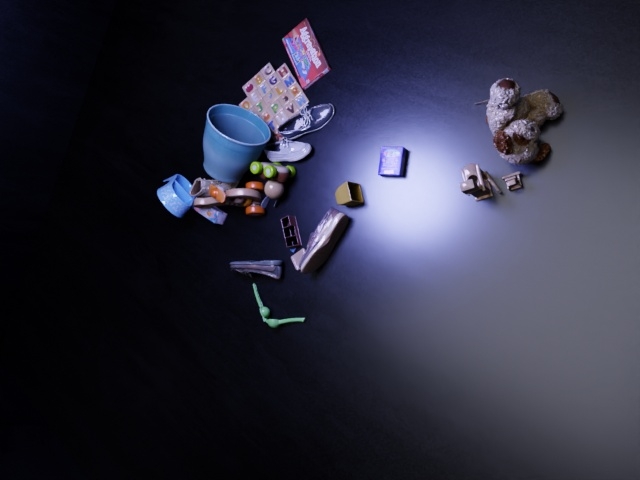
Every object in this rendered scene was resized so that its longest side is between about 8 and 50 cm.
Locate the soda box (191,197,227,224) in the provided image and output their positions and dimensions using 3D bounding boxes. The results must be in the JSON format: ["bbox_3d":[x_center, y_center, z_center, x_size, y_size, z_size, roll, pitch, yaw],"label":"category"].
[{"bbox_3d":[-0.529,-0.141,2.166,0.183,0.063,0.058,30,100,31],"label":"soda box"}]

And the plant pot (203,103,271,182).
[{"bbox_3d":[-0.383,-0.396,1.954,0.272,0.271,0.255,53,133,25],"label":"plant pot"}]

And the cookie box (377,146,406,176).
[{"bbox_3d":[0.266,-0.293,1.696,0.091,0.040,0.107,8,88,32],"label":"cookie box"}]

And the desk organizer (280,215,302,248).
[{"bbox_3d":[-0.123,-0.035,1.906,0.047,0.050,0.130,-22,74,29],"label":"desk organizer"}]

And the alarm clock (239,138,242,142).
[{"bbox_3d":[-0.379,-0.494,2.110,0.192,0.064,0.129,-47,65,19],"label":"alarm clock"}]

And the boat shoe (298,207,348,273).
[{"bbox_3d":[0.000,0.000,1.801,0.092,0.102,0.285,40,102,34],"label":"boat shoe"}]

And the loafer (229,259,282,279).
[{"bbox_3d":[-0.283,0.128,1.968,0.267,0.096,0.084,-3,89,30],"label":"loafer"}]

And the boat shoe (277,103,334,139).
[{"bbox_3d":[-0.064,-0.502,1.895,0.254,0.079,0.095,-17,78,24],"label":"boat shoe"}]

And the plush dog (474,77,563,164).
[{"bbox_3d":[0.598,-0.341,1.411,0.210,0.262,0.226,144,129,-60],"label":"plush dog"}]

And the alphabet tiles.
[{"bbox_3d":[-0.211,-0.608,2.020,0.285,0.011,0.343,-36,73,18],"label":"alphabet tiles"}]

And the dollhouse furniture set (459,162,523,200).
[{"bbox_3d":[0.534,-0.209,1.434,0.160,0.181,0.101,-18,75,30],"label":"dollhouse furniture set"}]

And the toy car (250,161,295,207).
[{"bbox_3d":[-0.209,-0.232,1.935,0.148,0.155,0.189,19,107,32],"label":"toy car"}]

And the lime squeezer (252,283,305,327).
[{"bbox_3d":[-0.209,0.298,1.921,0.310,0.058,0.110,29,101,32],"label":"lime squeezer"}]

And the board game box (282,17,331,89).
[{"bbox_3d":[-0.063,-0.807,1.969,0.145,0.027,0.282,-30,70,25],"label":"board game box"}]

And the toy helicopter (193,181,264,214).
[{"bbox_3d":[-0.427,-0.180,1.999,0.354,0.235,0.140,-5,82,29],"label":"toy helicopter"}]

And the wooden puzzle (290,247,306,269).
[{"bbox_3d":[-0.082,0.079,1.891,0.078,0.014,0.117,-27,71,23],"label":"wooden puzzle"}]

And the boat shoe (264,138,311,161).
[{"bbox_3d":[-0.147,-0.386,1.931,0.227,0.081,0.079,-1,58,33],"label":"boat shoe"}]

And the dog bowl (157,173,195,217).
[{"bbox_3d":[-0.673,-0.222,2.164,0.074,0.166,0.297,-36,24,9],"label":"dog bowl"}]

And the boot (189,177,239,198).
[{"bbox_3d":[-0.482,-0.261,2.088,0.213,0.165,0.077,-37,68,25],"label":"boot"}]

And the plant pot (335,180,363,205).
[{"bbox_3d":[0.104,-0.174,1.765,0.083,0.081,0.082,-21,74,39],"label":"plant pot"}]
